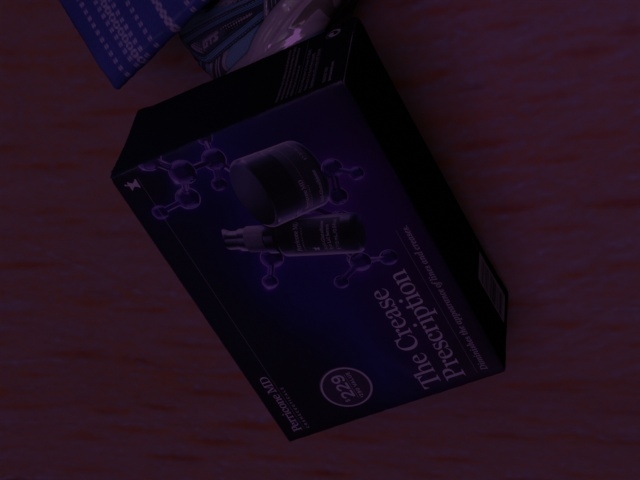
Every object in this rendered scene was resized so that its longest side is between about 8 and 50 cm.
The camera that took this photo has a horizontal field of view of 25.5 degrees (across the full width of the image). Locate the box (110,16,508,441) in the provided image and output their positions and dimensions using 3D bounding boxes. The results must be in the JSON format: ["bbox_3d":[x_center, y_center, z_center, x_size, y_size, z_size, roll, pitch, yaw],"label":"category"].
[{"bbox_3d":[0.000,0.000,1.017,0.184,0.103,0.261,-20,120,22],"label":"box"}]

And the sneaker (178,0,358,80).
[{"bbox_3d":[-0.005,-0.219,1.009,0.122,0.110,0.283,44,110,6],"label":"sneaker"}]

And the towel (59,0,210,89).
[{"bbox_3d":[-0.085,-0.304,1.009,0.336,0.040,0.243,-40,69,22],"label":"towel"}]
